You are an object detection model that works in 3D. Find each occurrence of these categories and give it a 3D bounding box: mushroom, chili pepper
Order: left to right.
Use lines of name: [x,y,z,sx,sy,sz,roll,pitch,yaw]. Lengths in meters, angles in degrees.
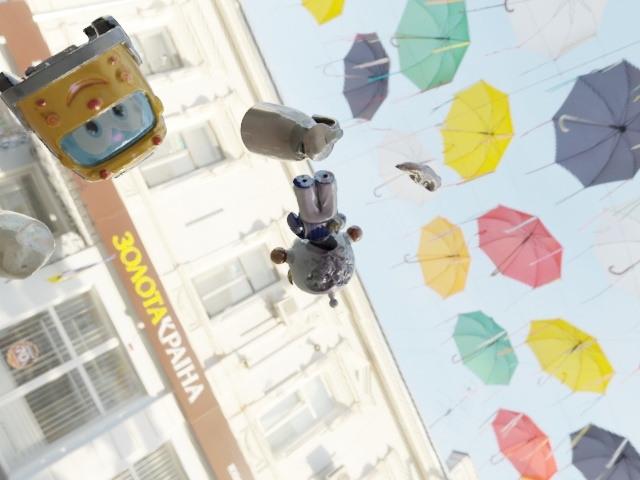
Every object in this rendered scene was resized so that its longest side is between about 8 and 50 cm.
mushroom: [-0.478,-0.006,0.799,0.212,0.088,0.097,21,-85,14]
chili pepper: [0.198,-0.131,1.115,0.050,0.153,0.041,-22,-122,34]

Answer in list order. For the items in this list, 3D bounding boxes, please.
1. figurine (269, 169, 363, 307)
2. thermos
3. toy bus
figurine: [0.010,-0.005,1.138,0.133,0.193,0.274,55,-45,50]
thermos: [-0.041,-0.199,1.030,0.193,0.137,0.105,23,-47,49]
toy bus: [-0.231,-0.133,0.568,0.136,0.126,0.209,60,-15,-26]
